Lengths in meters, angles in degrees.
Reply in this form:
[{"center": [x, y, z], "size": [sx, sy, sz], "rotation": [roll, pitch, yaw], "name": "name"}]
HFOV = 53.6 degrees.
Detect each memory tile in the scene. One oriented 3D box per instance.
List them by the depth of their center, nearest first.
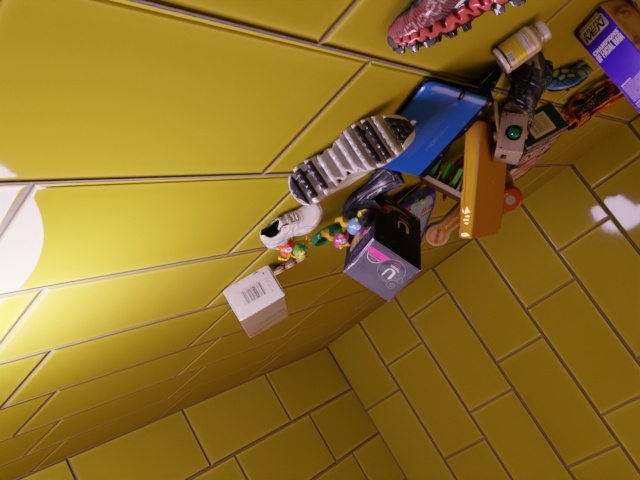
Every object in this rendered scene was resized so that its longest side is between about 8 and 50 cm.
[{"center": [-0.090, 0.068, 1.890], "size": [0.113, 0.012, 0.148], "rotation": [-29, -177, -3], "name": "memory tile"}]

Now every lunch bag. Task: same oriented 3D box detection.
[{"center": [0.257, -0.055, 2.056], "size": [0.221, 0.138, 0.293], "rotation": [-28, 160, -28], "name": "lunch bag"}]

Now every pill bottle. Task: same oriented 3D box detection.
[{"center": [0.437, -0.421, 1.372], "size": [0.116, 0.065, 0.065], "rotation": [-35, 165, 12], "name": "pill bottle"}]

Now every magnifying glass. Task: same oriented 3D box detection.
[{"center": [0.067, -0.033, 1.954], "size": [0.231, 0.026, 0.092], "rotation": [-17, 159, -38], "name": "magnifying glass"}]

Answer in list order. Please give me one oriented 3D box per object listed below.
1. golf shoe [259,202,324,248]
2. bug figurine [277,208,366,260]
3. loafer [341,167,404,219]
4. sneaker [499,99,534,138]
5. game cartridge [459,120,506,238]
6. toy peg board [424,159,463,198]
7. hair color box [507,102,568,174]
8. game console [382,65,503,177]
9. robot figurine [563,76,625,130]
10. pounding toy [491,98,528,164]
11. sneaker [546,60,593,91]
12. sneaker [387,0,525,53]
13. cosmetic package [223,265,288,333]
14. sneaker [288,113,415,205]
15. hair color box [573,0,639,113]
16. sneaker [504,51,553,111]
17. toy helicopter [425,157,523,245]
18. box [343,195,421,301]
[{"center": [-0.072, -0.042, 1.569], "size": [0.176, 0.069, 0.086], "rotation": [-35, 159, 5], "name": "golf shoe"}, {"center": [0.000, 0.000, 1.721], "size": [0.278, 0.072, 0.216], "rotation": [-18, 170, -3], "name": "bug figurine"}, {"center": [0.140, -0.117, 1.716], "size": [0.076, 0.078, 0.223], "rotation": [-14, 157, -48], "name": "loafer"}, {"center": [0.571, -0.367, 1.818], "size": [0.083, 0.084, 0.215], "rotation": [-61, 158, -2], "name": "sneaker"}, {"center": [0.475, -0.173, 1.839], "size": [0.052, 0.324, 0.285], "rotation": [8, -173, 31], "name": "game cartridge"}, {"center": [0.389, -0.180, 1.902], "size": [0.079, 0.161, 0.160], "rotation": [-61, 168, 4], "name": "toy peg board"}, {"center": [0.676, -0.304, 2.148], "size": [0.173, 0.105, 0.347], "rotation": [-28, 165, -13], "name": "hair color box"}, {"center": [0.270, -0.302, 1.495], "size": [0.250, 0.173, 0.293], "rotation": [11, 145, -22], "name": "game console"}, {"center": [0.952, -0.487, 2.156], "size": [0.291, 0.085, 0.211], "rotation": [-33, 165, -1], "name": "robot figurine"}, {"center": [0.508, -0.295, 1.736], "size": [0.100, 0.130, 0.141], "rotation": [10, 171, 11], "name": "pounding toy"}, {"center": [0.699, -0.451, 1.797], "size": [0.188, 0.067, 0.078], "rotation": [-26, 158, -32], "name": "sneaker"}, {"center": [0.201, -0.384, 0.970], "size": [0.276, 0.135, 0.097], "rotation": [-14, -164, 48], "name": "sneaker"}, {"center": [-0.196, 0.199, 1.992], "size": [0.160, 0.113, 0.309], "rotation": [-30, 164, -9], "name": "cosmetic package"}, {"center": [0.070, -0.177, 1.370], "size": [0.292, 0.110, 0.118], "rotation": [-28, 174, 16], "name": "sneaker"}, {"center": [0.798, -0.430, 1.533], "size": [0.185, 0.339, 0.110], "rotation": [-23, 161, -29], "name": "hair color box"}, {"center": [0.513, -0.413, 1.548], "size": [0.106, 0.101, 0.267], "rotation": [-55, 163, -1], "name": "sneaker"}, {"center": [0.474, -0.124, 2.107], "size": [0.355, 0.235, 0.140], "rotation": [-45, -164, 19], "name": "toy helicopter"}, {"center": [0.178, 0.010, 1.780], "size": [0.143, 0.165, 0.270], "rotation": [-50, -165, 31], "name": "box"}]
